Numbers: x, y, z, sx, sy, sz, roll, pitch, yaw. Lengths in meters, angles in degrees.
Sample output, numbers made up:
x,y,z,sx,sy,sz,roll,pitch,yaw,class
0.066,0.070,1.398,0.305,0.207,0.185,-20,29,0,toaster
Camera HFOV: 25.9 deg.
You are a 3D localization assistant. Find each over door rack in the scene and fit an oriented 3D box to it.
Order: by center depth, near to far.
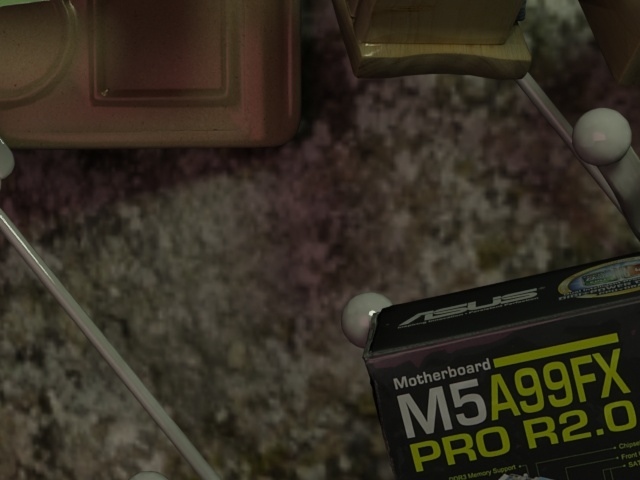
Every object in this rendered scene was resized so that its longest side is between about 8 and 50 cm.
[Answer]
x,y,z,sx,sy,sz,roll,pitch,yaw,class
0.000,0.000,0.567,0.239,0.108,0.324,-39,79,5,over door rack

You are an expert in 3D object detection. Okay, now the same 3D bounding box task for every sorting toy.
x,y,z,sx,sy,sz,roll,pitch,yaw,class
-0.112,-0.140,0.664,0.208,0.038,0.193,0,94,4,sorting toy

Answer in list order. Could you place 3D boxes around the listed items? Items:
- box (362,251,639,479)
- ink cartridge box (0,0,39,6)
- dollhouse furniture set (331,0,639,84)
x,y,z,sx,sy,sz,roll,pitch,yaw,class
0.170,0.102,0.472,0.270,0.060,0.216,-14,100,10,box
-0.122,-0.213,0.596,0.171,0.056,0.235,-7,62,6,ink cartridge box
0.099,-0.146,0.491,0.129,0.184,0.129,110,152,-49,dollhouse furniture set
